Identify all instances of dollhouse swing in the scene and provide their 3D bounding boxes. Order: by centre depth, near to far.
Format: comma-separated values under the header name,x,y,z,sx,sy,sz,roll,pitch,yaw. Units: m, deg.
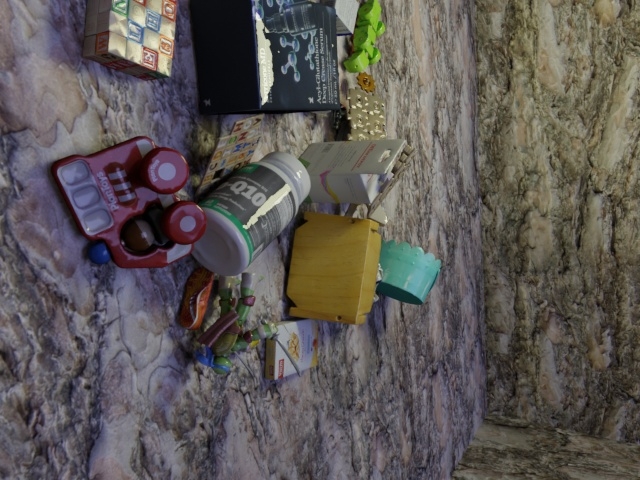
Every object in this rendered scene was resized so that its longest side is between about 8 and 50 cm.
name,x,y,z,sx,sy,sz,roll,pitch,yaw
dollhouse swing,0.058,0.097,1.971,0.305,0.315,0.347,87,10,-88

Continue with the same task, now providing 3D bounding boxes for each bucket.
name,x,y,z,sx,sy,sz,roll,pitch,yaw
bucket,0.336,0.135,2.295,0.281,0.281,0.183,41,68,-51

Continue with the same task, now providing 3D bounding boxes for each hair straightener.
name,x,y,z,sx,sy,sz,roll,pitch,yaw
hair straightener,0.067,-0.430,1.936,0.230,0.047,0.089,-74,166,-85

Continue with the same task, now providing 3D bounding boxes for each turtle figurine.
name,x,y,z,sx,sy,sz,roll,pitch,yaw
turtle figurine,-0.202,0.235,1.525,0.274,0.198,0.266,10,71,-19

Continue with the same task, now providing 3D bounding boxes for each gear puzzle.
name,x,y,z,sx,sy,sz,roll,pitch,yaw
gear puzzle,0.155,-0.458,2.016,0.175,0.044,0.339,10,70,-32

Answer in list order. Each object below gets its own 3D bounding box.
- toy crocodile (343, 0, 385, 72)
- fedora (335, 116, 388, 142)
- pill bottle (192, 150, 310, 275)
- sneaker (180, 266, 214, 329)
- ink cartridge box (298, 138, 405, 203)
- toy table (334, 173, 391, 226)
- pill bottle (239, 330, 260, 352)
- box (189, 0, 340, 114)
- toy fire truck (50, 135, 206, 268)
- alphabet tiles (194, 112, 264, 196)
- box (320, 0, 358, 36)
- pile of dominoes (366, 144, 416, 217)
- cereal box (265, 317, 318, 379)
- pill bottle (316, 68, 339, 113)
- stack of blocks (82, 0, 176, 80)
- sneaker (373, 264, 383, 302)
name,x,y,z,sx,sy,sz,roll,pitch,yaw
toy crocodile,0.167,-0.773,2.108,0.115,0.105,0.341,39,56,-51
fedora,0.172,-0.364,2.118,0.275,0.124,0.244,-63,140,-33
pill bottle,-0.187,-0.085,1.514,0.361,0.204,0.204,-50,133,-44
sneaker,-0.321,0.149,1.473,0.067,0.064,0.175,63,43,-70
ink cartridge box,0.093,-0.220,1.796,0.207,0.353,0.119,-55,136,-39
toy table,0.143,-0.167,2.005,0.274,0.252,0.161,90,23,-65
pill bottle,-0.207,0.295,1.663,0.083,0.043,0.043,-27,115,-53
box,-0.136,-0.501,1.547,0.395,0.212,0.294,-20,110,-54
toy fire truck,-0.412,-0.071,1.233,0.254,0.169,0.302,-28,118,-26
alphabet tiles,-0.226,-0.229,1.477,0.198,0.009,0.237,-34,162,-51
box,0.063,-0.804,1.955,0.137,0.072,0.126,28,69,-54
pile of dominoes,0.208,-0.183,1.753,0.251,0.040,0.196,-51,173,-9
cereal box,-0.090,0.347,1.846,0.240,0.047,0.173,-3,95,-57
pill bottle,0.004,-0.528,1.856,0.108,0.108,0.194,28,69,-55
stack of blocks,-0.409,-0.525,1.231,0.171,0.087,0.297,7,87,-57
sneaker,0.187,0.106,2.182,0.111,0.129,0.297,9,84,-56
